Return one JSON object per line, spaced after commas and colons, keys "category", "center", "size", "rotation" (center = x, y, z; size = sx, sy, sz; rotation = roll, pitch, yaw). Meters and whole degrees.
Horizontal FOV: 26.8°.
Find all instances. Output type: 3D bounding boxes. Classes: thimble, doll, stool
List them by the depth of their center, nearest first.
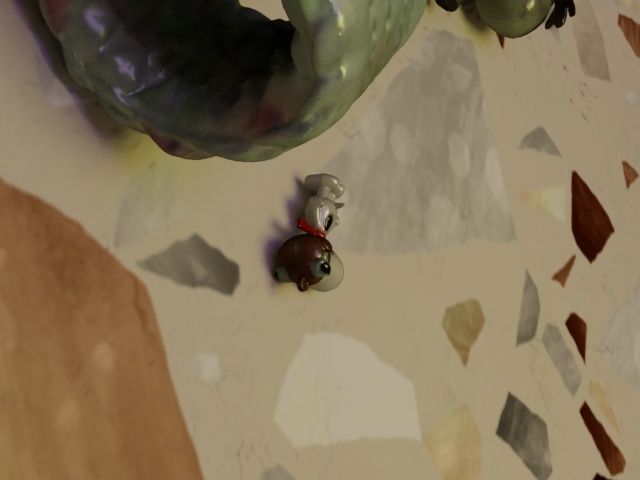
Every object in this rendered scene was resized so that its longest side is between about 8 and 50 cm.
{"category": "thimble", "center": [-0.052, -0.158, 0.750], "size": [0.211, 0.185, 0.149], "rotation": [56, 41, -18]}
{"category": "doll", "center": [-0.002, -0.005, 0.888], "size": [0.058, 0.040, 0.085], "rotation": [24, 65, -61]}
{"category": "stool", "center": [0.140, -0.237, 1.082], "size": [0.121, 0.125, 0.217], "rotation": [-54, 142, -24]}
